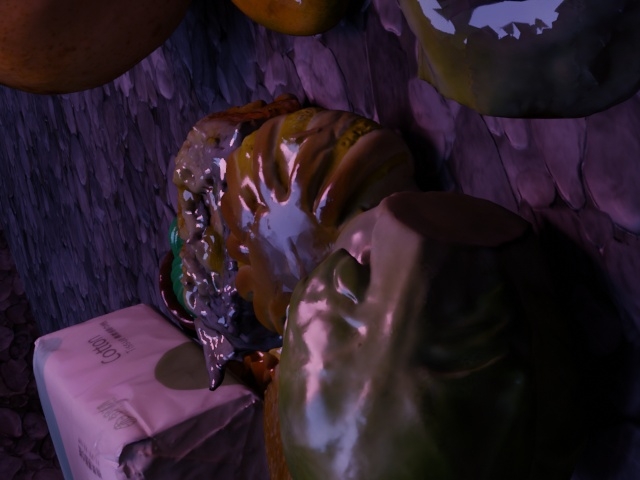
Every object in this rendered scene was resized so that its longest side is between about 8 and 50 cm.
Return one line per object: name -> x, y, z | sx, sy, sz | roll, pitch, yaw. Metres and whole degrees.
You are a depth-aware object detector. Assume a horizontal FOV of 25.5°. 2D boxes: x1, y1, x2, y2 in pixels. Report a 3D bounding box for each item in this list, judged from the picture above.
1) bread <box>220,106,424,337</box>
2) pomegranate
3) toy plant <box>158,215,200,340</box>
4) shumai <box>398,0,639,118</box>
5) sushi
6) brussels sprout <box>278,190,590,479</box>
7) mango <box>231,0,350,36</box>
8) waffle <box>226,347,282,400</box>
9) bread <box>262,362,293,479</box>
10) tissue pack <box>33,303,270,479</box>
bread -> 0.000, 0.000, 1.138 | 0.213, 0.105, 0.213 | 17, 122, 29
pomegranate -> -0.320, -0.325, 1.425 | 0.416, 0.416, 0.417 | 166, 90, -71
toy plant -> -0.132, 0.037, 1.620 | 0.200, 0.105, 0.143 | 103, 151, -58
shumai -> 0.113, -0.204, 0.735 | 0.263, 0.304, 0.309 | 46, -176, -44
sushi -> -0.055, 0.002, 1.337 | 0.184, 0.139, 0.274 | -127, 31, -48
brussels sprout -> 0.071, 0.095, 0.946 | 0.244, 0.244, 0.244 | 166, 90, -71
mango -> -0.036, -0.231, 1.199 | 0.163, 0.089, 0.111 | 58, 154, 22
waffle -> -0.041, 0.193, 1.557 | 0.312, 0.060, 0.307 | 156, 100, -69
bread -> 0.010, 0.206, 1.314 | 0.138, 0.102, 0.196 | 121, 144, -63
tissue pack -> -0.178, 0.249, 1.581 | 0.356, 0.194, 0.266 | 29, 135, 61
